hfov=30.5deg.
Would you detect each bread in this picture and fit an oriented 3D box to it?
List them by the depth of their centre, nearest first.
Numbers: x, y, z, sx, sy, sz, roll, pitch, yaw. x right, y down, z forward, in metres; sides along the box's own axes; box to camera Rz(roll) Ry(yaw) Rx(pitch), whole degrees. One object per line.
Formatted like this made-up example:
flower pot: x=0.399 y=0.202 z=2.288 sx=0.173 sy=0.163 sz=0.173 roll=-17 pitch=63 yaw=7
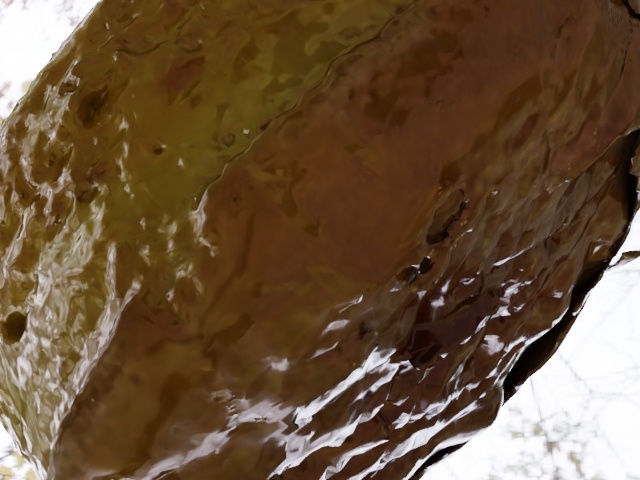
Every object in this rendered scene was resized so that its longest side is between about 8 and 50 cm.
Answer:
bread: x=-0.002 y=0.002 z=0.541 sx=0.358 sy=0.204 sz=0.337 roll=-55 pitch=-29 yaw=12
